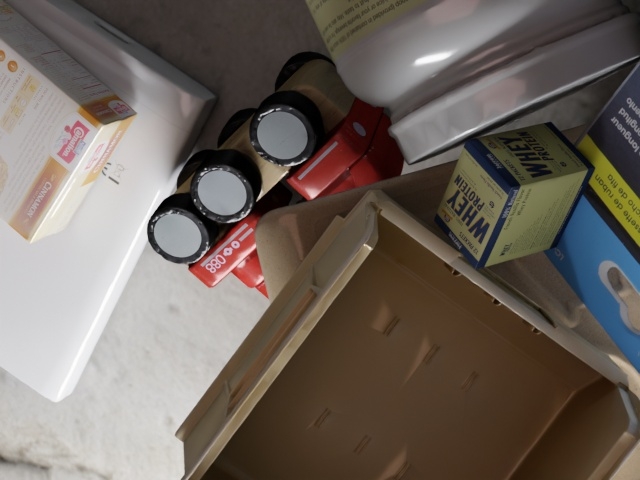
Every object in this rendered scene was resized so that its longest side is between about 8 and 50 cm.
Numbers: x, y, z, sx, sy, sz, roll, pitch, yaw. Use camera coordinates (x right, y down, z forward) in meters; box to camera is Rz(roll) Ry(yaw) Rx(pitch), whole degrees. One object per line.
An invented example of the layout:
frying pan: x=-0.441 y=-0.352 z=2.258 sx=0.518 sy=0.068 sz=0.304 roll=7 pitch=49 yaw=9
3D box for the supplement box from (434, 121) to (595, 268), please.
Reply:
supplement box: x=0.142 y=-0.034 z=1.079 sx=0.056 sy=0.083 sz=0.083 roll=52 pitch=140 yaw=33

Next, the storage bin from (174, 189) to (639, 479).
storage bin: x=0.066 y=0.141 z=1.107 sx=0.262 sy=0.123 sz=0.260 roll=35 pitch=97 yaw=-13

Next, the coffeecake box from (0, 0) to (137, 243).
coffeecake box: x=-0.281 y=-0.113 z=1.325 sx=0.185 sy=0.068 sz=0.142 roll=40 pitch=114 yaw=7

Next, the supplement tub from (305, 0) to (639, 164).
supplement tub: x=0.087 y=-0.243 z=1.088 sx=0.235 sy=0.235 sz=0.325 roll=-25 pitch=89 yaw=26

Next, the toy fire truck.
toy fire truck: x=0.000 y=0.000 z=1.267 sx=0.246 sy=0.158 sz=0.217 roll=42 pitch=119 yaw=-12

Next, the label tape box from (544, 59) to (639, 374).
label tape box: x=0.324 y=-0.041 z=1.013 sx=0.249 sy=0.115 sz=0.348 roll=55 pitch=138 yaw=22

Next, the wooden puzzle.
wooden puzzle: x=0.145 y=0.083 z=1.209 sx=0.347 sy=0.080 sz=0.322 roll=-14 pitch=104 yaw=-3

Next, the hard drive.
hard drive: x=-0.270 y=-0.048 z=1.403 sx=0.233 sy=0.047 sz=0.353 roll=33 pitch=113 yaw=10
